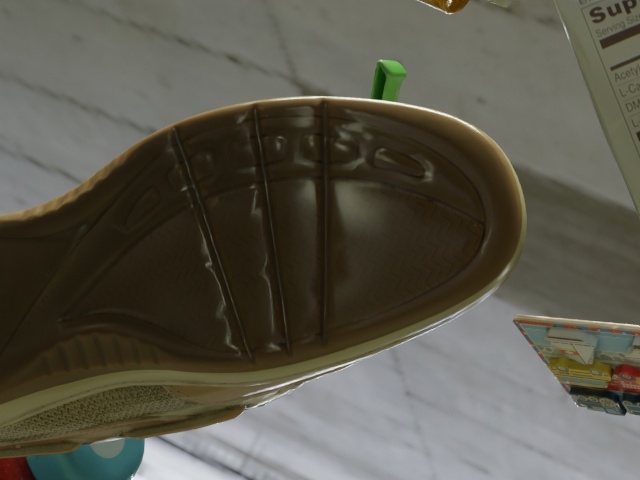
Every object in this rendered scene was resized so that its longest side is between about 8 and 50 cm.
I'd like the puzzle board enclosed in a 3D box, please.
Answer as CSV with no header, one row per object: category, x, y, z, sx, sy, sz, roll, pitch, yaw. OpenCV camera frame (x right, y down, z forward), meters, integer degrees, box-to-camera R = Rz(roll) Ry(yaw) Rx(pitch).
puzzle board,0.171,0.070,0.836,0.128,0.011,0.096,4,-29,36

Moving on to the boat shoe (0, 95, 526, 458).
boat shoe,-0.062,0.025,0.746,0.341,0.122,0.110,-13,-23,22

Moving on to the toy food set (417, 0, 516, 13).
toy food set,0.103,-0.227,1.026,0.104,0.232,0.111,28,-46,28

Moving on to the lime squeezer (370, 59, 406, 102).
lime squeezer,0.000,0.000,1.093,0.059,0.110,0.310,49,-55,13

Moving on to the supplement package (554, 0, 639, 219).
supplement package,0.191,0.015,0.563,0.134,0.244,0.139,-22,-18,12

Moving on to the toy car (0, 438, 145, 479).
toy car,-0.255,0.191,0.990,0.219,0.210,0.238,-21,-18,40
